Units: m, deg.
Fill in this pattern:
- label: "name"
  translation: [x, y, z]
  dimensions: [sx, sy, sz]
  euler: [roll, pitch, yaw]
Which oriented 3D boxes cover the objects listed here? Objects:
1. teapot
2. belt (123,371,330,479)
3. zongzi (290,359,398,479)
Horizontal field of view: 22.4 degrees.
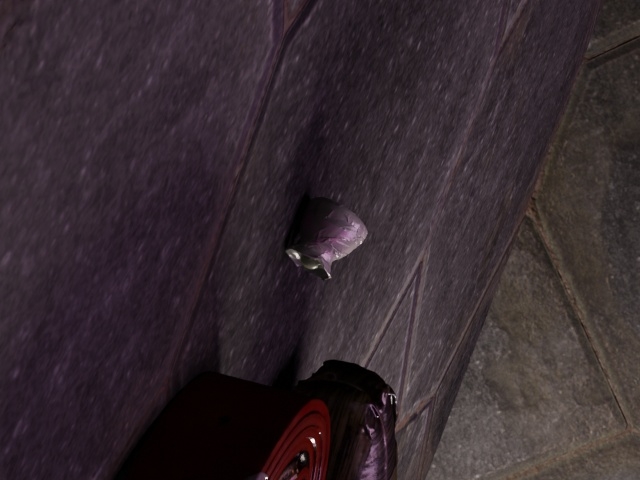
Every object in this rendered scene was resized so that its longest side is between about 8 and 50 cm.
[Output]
- label: "teapot"
  translation: [0.000, 0.000, 1.536]
  dimensions: [0.064, 0.064, 0.083]
  euler: [-57, -164, -16]
- label: "belt"
  translation: [-0.092, 0.258, 1.372]
  dimensions: [0.324, 0.115, 0.227]
  euler: [-58, 154, -49]
- label: "zongzi"
  translation: [-0.034, 0.312, 1.721]
  dimensions: [0.317, 0.154, 0.289]
  euler: [-51, 151, -37]
